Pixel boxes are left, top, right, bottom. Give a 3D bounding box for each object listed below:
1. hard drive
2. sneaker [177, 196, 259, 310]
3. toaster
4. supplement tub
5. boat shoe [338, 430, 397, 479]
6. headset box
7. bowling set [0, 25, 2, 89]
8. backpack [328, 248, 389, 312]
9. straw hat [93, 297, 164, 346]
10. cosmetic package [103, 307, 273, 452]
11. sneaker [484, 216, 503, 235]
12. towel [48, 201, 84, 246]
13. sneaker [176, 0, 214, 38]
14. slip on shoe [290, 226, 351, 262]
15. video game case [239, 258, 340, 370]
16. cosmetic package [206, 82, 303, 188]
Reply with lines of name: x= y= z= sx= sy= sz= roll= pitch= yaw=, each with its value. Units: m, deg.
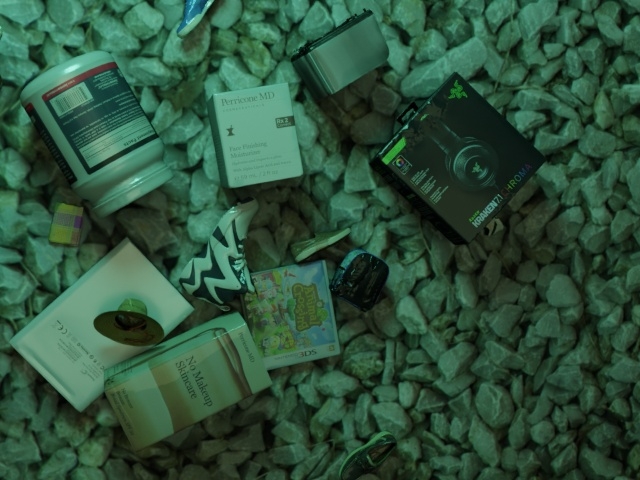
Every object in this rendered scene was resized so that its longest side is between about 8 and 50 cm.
hard drive: x=-0.437 y=0.169 z=1.604 sx=0.307 sy=0.040 sz=0.203 roll=-42 pitch=102 yaw=-6
sneaker: x=-0.163 y=0.039 z=1.607 sx=0.153 sy=0.094 sz=0.235 roll=38 pitch=87 yaw=1
toaster: x=0.033 y=-0.367 z=1.589 sx=0.185 sy=0.168 sz=0.110 roll=-33 pitch=102 yaw=-8
supplement tub: x=-0.416 y=-0.199 z=1.498 sx=0.191 sy=0.191 sz=0.272 roll=-30 pitch=101 yaw=-8
boat shoe: x=0.104 y=0.479 z=1.743 sx=0.152 sy=0.049 sz=0.056 roll=-43 pitch=102 yaw=-5
headset box: x=0.275 y=-0.174 z=1.661 sx=0.283 sy=0.131 sz=0.246 roll=44 pitch=86 yaw=-2
bowling set: x=-0.663 y=-0.374 z=1.464 sx=0.287 sy=0.200 sz=0.154 roll=21 pitch=85 yaw=29
backpack: x=0.082 y=0.078 z=1.683 sx=0.105 sy=0.084 sz=0.114 roll=31 pitch=90 yaw=-18
straw hat: x=-0.370 y=0.148 z=1.559 sx=0.144 sy=0.144 sz=0.061 roll=12 pitch=54 yaw=-13
cosmetic package: x=-0.262 y=0.273 z=1.575 sx=0.296 sy=0.129 sz=0.153 roll=-26 pitch=104 yaw=-10
sneaker: x=0.361 y=-0.057 z=1.754 sx=0.043 sy=0.040 sz=0.109 roll=-36 pitch=101 yaw=-5
towel: x=-0.507 y=-0.031 z=1.587 sx=0.060 sy=0.009 sz=0.083 roll=10 pitch=92 yaw=-12
sneaker: x=-0.260 y=-0.479 z=1.571 sx=0.084 sy=0.058 sz=0.152 roll=37 pitch=83 yaw=-18
slip on shoe: x=0.000 y=0.000 z=1.681 sx=0.135 sy=0.051 sz=0.041 roll=-28 pitch=83 yaw=-4
video game case: x=-0.066 y=0.160 z=1.691 sx=0.193 sy=0.023 sz=0.213 roll=-11 pitch=97 yaw=-11
cosmetic package: x=-0.132 y=-0.206 z=1.577 sx=0.151 sy=0.151 sz=0.184 roll=-12 pitch=97 yaw=-12
